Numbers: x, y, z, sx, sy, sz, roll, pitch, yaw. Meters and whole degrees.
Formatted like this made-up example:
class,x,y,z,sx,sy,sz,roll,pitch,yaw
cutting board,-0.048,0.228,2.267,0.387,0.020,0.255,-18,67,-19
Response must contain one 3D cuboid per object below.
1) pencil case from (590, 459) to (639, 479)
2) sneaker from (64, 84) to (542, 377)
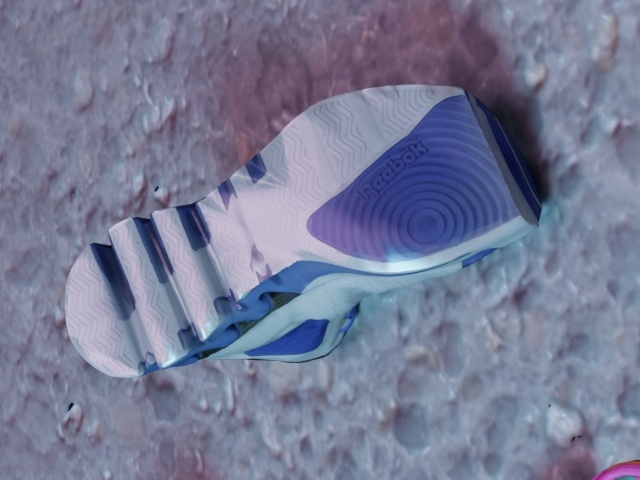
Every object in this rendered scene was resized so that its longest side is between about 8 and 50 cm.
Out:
class,x,y,z,sx,sy,sz,roll,pitch,yaw
pencil case,0.232,0.151,0.877,0.104,0.236,0.104,-5,84,55
sneaker,-0.001,0.001,1.208,0.315,0.182,0.127,-23,78,18
